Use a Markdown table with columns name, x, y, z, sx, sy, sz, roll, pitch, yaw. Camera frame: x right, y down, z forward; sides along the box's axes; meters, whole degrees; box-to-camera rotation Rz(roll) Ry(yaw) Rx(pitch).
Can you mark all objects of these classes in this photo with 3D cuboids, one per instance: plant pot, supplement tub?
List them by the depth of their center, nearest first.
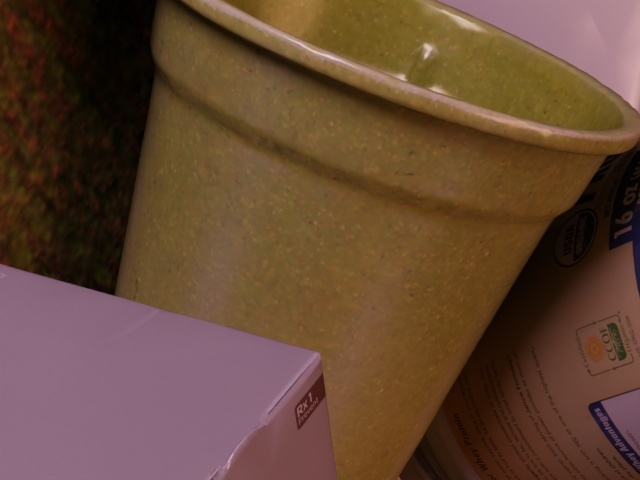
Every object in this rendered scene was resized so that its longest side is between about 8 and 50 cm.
| name | x | y | z | sx | sy | sz | roll | pitch | yaw |
| --- | --- | --- | --- | --- | --- | --- | --- | --- | --- |
| plant pot | 0.000 | 0.000 | 0.836 | 0.276 | 0.276 | 0.254 | -13 | 127 | -60 |
| supplement tub | 0.195 | 0.063 | 0.931 | 0.228 | 0.316 | 0.228 | 13 | 65 | -31 |

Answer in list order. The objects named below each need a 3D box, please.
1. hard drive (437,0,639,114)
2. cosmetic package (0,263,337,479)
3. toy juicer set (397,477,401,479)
| name | x | y | z | sx | sy | sz | roll | pitch | yaw |
| --- | --- | --- | --- | --- | --- | --- | --- | --- | --- |
| hard drive | 0.123 | -0.060 | 1.091 | 0.040 | 0.203 | 0.307 | -118 | -145 | -69 |
| cosmetic package | -0.122 | 0.090 | 0.642 | 0.127 | 0.238 | 0.107 | -45 | 141 | -42 |
| toy juicer set | 0.018 | 0.277 | 1.202 | 0.209 | 0.089 | 0.329 | 54 | 39 | -37 |
